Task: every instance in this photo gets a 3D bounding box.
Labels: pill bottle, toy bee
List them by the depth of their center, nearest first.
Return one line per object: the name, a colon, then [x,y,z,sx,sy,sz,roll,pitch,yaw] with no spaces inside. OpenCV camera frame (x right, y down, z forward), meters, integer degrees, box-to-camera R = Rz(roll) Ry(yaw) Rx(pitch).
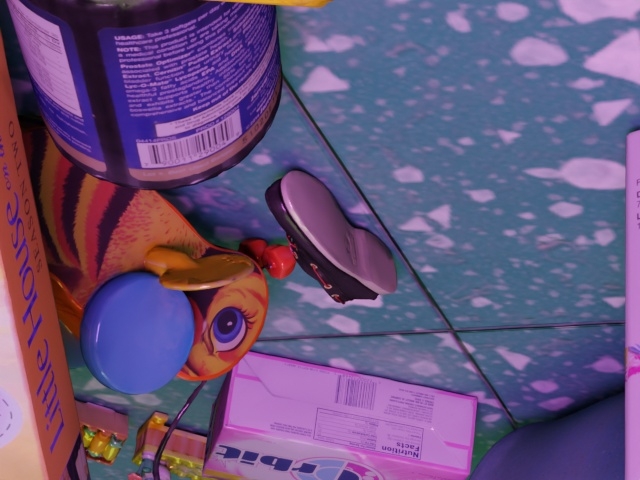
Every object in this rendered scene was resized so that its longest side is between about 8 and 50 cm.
pill bottle: [-0.082,-0.124,0.873,0.123,0.122,0.219,6,152,5]
toy bee: [-0.102,0.025,1.167,0.195,0.162,0.298,29,150,32]

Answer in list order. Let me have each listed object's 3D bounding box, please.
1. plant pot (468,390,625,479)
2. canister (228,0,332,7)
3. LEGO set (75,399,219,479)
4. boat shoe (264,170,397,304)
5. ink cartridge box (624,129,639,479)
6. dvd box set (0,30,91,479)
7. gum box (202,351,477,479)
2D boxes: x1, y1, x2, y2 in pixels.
plant pot: [0.234,0.212,1.295,0.272,0.271,0.255,29,161,-34]
canister: [-0.049,-0.173,0.712,0.126,0.170,0.073,5,-173,8]
LEGO set: [-0.088,0.222,1.535,0.132,0.107,0.287,-11,147,32]
boat shoe: [0.000,0.002,1.162,0.042,0.049,0.133,-15,150,22]
ink cartridge box: [0.251,0.090,1.019,0.117,0.278,0.201,-14,145,31]
dvd box set: [-0.283,0.006,0.912,0.308,0.062,0.420,1,124,10]
gum box: [0.017,0.144,1.407,0.188,0.062,0.107,12,152,-6]
